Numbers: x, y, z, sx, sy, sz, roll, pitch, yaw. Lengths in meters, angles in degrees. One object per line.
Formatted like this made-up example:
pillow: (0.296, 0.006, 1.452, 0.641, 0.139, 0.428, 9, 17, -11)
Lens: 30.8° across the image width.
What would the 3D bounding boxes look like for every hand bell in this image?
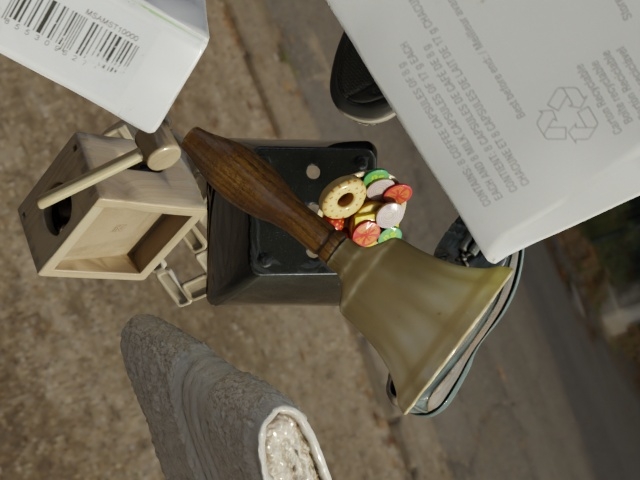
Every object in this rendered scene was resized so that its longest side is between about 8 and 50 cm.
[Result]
hand bell: (0.000, 0.000, 0.815, 0.242, 0.126, 0.126, 36, 14, 7)

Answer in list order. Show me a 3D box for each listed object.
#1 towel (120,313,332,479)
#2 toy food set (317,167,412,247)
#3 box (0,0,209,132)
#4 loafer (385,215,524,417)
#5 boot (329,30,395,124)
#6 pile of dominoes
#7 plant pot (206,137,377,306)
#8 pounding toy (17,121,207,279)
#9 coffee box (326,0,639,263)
towel: (-0.042, 0.188, 0.744, 0.187, 0.049, 0.282, 22, -45, 52)
toy food set: (0.036, -0.024, 0.968, 0.020, 0.083, 0.083, -122, -153, -49)
box: (-0.171, -0.194, 0.583, 0.232, 0.058, 0.322, 27, 23, -22)
loafer: (0.149, 0.070, 1.283, 0.084, 0.096, 0.267, 24, 89, -62)
boot: (0.140, -0.280, 1.580, 0.377, 0.138, 0.284, -64, 169, -13)
pile of dominoes: (-0.185, -0.046, 1.480, 0.251, 0.196, 0.040, 55, 43, -14)
plant pot: (-0.022, -0.025, 1.221, 0.167, 0.188, 0.187, 158, -68, -80)
pounding toy: (-0.204, -0.059, 1.108, 0.181, 0.206, 0.094, 5, 51, -44)
coffee box: (0.190, -0.243, 0.738, 0.337, 0.338, 0.334, 58, 24, -9)
